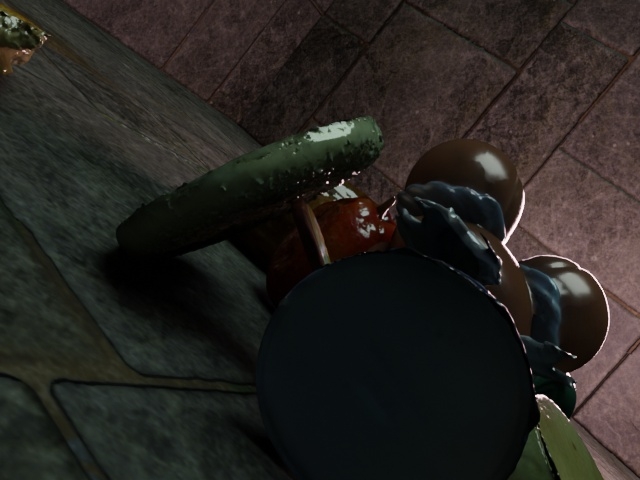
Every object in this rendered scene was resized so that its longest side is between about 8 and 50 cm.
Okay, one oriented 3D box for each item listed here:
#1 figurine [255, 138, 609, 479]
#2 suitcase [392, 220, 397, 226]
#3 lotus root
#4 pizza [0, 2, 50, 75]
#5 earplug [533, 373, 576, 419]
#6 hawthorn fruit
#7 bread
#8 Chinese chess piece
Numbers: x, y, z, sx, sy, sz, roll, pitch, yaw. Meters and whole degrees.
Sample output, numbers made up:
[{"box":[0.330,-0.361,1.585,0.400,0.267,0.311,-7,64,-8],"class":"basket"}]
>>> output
[{"box":[0.113,0.055,0.617,0.277,0.248,0.388,59,15,5],"class":"figurine"},{"box":[0.180,0.086,1.414,0.236,0.161,0.297,38,6,-9],"class":"suitcase"},{"box":[0.006,-0.007,1.014,0.291,0.193,0.193,39,6,0],"class":"lotus root"},{"box":[-0.415,-0.254,0.729,0.223,0.089,0.323,36,6,32],"class":"pizza"},{"box":[0.230,0.196,0.964,0.280,0.164,0.257,29,-2,10],"class":"earplug"},{"box":[0.026,0.039,0.836,0.173,0.179,0.173,22,-20,8],"class":"hawthorn fruit"},{"box":[-0.057,-0.040,0.622,0.267,0.267,0.040,-15,81,-82],"class":"bread"},{"box":[0.226,0.248,0.675,0.188,0.083,0.188,43,28,-29],"class":"Chinese chess piece"}]
